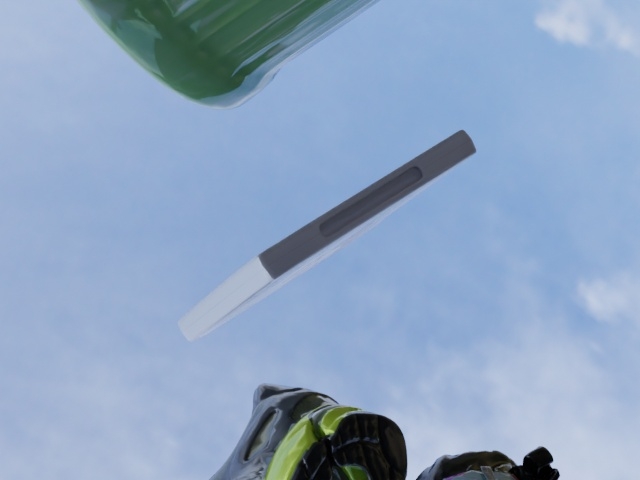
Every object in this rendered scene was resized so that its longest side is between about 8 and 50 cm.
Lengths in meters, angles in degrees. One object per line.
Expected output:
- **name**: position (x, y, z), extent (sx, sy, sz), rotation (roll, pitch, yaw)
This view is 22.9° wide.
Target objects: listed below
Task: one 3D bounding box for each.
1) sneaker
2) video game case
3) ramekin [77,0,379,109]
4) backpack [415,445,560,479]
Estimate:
- **sneaker**: position (-0.044, 0.232, 1.049), extent (0.111, 0.300, 0.121), rotation (23, -174, -33)
- **video game case**: position (0.000, 0.000, 0.881), extent (0.143, 0.157, 0.019), rotation (-32, -92, -25)
- **ramekin**: position (-0.061, -0.239, 0.871), extent (0.303, 0.148, 0.303), rotation (52, -159, -30)
- **backpack**: position (0.097, 0.215, 0.869), extent (0.115, 0.152, 0.182), rotation (-6, -159, -9)
